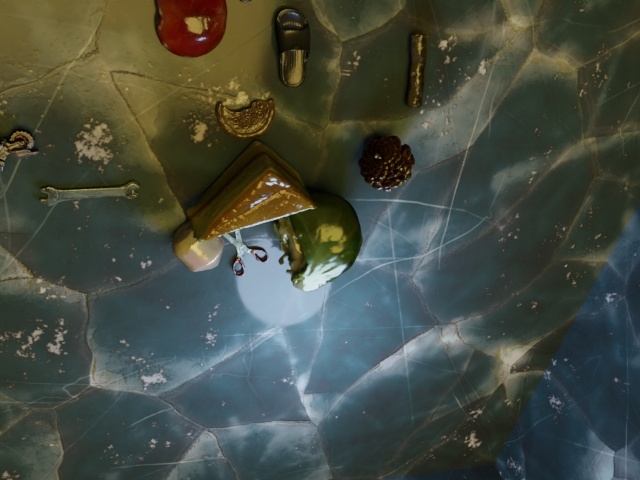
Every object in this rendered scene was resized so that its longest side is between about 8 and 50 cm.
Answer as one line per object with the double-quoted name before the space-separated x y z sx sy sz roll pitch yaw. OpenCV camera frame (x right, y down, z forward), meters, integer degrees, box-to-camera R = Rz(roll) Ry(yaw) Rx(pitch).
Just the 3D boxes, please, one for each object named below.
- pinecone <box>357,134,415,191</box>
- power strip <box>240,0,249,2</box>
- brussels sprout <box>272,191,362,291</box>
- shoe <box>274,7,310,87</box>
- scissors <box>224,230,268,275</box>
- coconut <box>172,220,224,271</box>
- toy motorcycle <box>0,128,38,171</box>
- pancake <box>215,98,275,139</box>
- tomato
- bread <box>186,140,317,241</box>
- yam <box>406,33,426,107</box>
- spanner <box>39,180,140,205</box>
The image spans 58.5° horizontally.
"pinecone" 0.242 -0.272 2.037 0.207 0.208 0.208 -10 124 -16
"power strip" -0.151 -0.825 1.583 0.257 0.092 0.251 -26 135 -7
"brussels sprout" 0.000 0.000 2.048 0.314 0.276 0.371 -3 122 -17
"shoe" -0.078 -0.585 1.763 0.108 0.093 0.241 -10 125 -15
"scissors" -0.297 0.016 2.097 0.144 0.017 0.248 -29 125 -4
"coconut" -0.410 0.023 1.966 0.171 0.171 0.183 -42 124 6
"toy motorcycle" -0.920 -0.235 1.644 0.215 0.080 0.122 -24 126 -12
"pancake" -0.236 -0.409 1.853 0.190 0.020 0.184 -39 126 4
"tomato" -0.352 -0.623 1.597 0.200 0.139 0.233 -11 123 -24
"bread" -0.244 -0.116 1.909 0.361 0.233 0.245 -41 128 12
"yam" 0.329 -0.581 1.956 0.061 0.061 0.253 -12 123 -16
"spanner" -0.728 -0.149 1.814 0.302 0.017 0.071 -5 123 -19
